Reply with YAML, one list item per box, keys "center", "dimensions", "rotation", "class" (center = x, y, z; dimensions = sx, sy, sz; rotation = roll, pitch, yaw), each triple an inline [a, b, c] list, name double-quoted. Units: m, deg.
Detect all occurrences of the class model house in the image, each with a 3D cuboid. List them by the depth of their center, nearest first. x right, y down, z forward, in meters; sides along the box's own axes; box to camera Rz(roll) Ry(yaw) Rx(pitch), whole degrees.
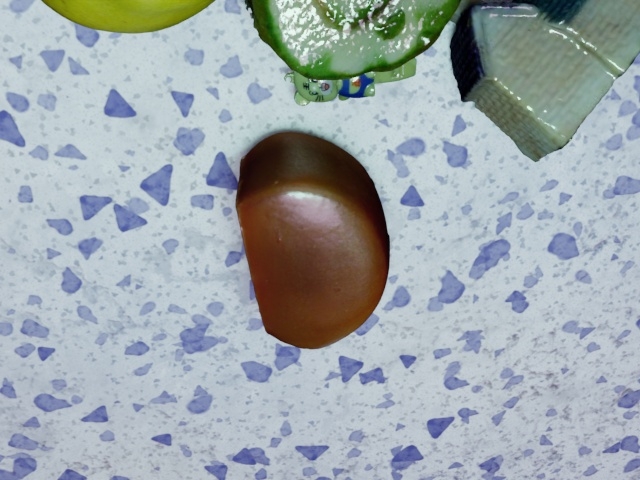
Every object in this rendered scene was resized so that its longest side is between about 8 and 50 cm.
- center: [0.360, -0.333, 1.396]
  dimensions: [0.284, 0.243, 0.298]
  rotation: [39, 86, -2]
  class: "model house"

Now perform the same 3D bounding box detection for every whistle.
- center: [0.051, -0.282, 1.452]
  dimensions: [0.227, 0.085, 0.105]
  rotation: [-5, 128, -5]
  class: "whistle"

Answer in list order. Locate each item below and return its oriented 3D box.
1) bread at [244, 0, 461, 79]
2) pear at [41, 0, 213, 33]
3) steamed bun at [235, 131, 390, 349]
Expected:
- center: [0.038, -0.434, 1.276]
  dimensions: [0.366, 0.129, 0.382]
  rotation: [-42, 117, 9]
  class: "bread"
- center: [-0.249, -0.446, 1.098]
  dimensions: [0.362, 0.418, 0.363]
  rotation: [-13, 123, -21]
  class: "pear"
- center: [0.000, 0.000, 1.547]
  dimensions: [0.248, 0.235, 0.379]
  rotation: [-8, 125, 4]
  class: "steamed bun"
